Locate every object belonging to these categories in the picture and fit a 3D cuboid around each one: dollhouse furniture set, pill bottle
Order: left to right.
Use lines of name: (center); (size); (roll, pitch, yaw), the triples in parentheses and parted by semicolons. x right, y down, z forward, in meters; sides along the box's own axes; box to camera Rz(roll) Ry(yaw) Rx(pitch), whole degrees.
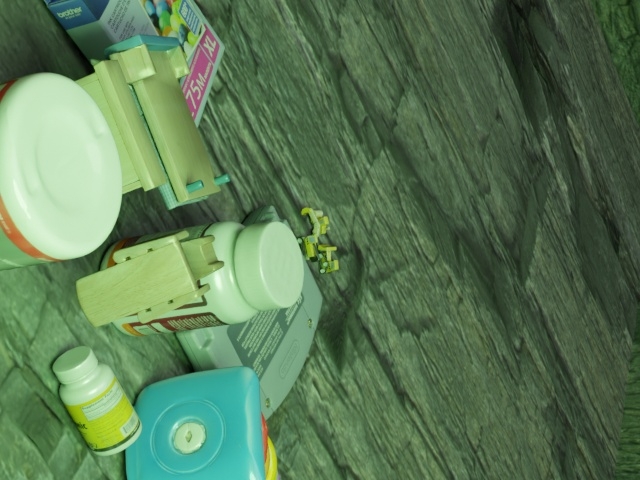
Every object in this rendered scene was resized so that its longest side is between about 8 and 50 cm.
pill bottle: (-0.334, -0.045, 1.268); (0.161, 0.283, 0.161); (28, 57, -57)
pill bottle: (-0.250, 0.177, 1.589); (0.116, 0.065, 0.065); (66, 31, -26)
dollhouse furniture set: (-0.230, -0.059, 1.586); (0.303, 0.198, 0.286); (-34, 103, -75)
pill bottle: (-0.138, 0.042, 1.672); (0.121, 0.221, 0.121); (28, 58, -57)

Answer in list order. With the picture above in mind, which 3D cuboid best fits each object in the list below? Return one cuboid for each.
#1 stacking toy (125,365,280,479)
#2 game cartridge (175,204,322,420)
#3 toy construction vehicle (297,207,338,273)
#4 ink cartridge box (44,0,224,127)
stacking toy: (-0.107, 0.289, 1.759); (0.302, 0.166, 0.175); (56, 25, -58)
game cartridge: (-0.087, 0.113, 1.928); (0.297, 0.062, 0.198); (-60, 137, -50)
toy construction vehicle: (0.000, 0.000, 2.142); (0.086, 0.035, 0.098); (2, 80, -62)
ink cartridge box: (-0.234, -0.281, 1.770); (0.311, 0.065, 0.186); (53, 38, -39)
